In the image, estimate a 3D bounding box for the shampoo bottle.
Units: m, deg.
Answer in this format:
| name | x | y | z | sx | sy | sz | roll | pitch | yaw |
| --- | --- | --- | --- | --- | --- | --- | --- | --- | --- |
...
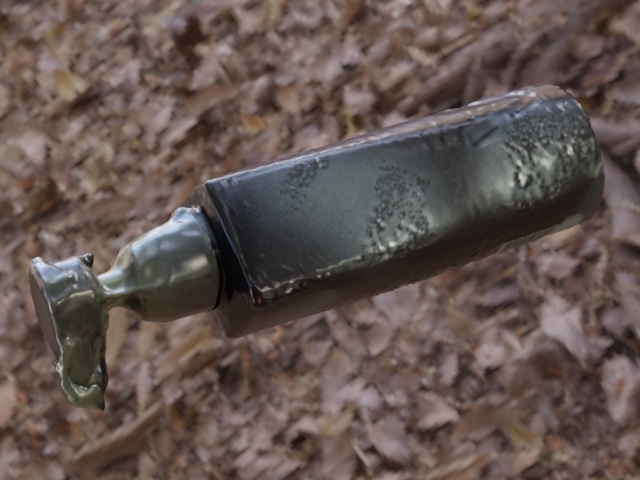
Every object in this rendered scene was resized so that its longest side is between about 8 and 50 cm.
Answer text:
| name | x | y | z | sx | sy | sz | roll | pitch | yaw |
| --- | --- | --- | --- | --- | --- | --- | --- | --- | --- |
| shampoo bottle | 0.000 | -0.001 | 0.540 | 0.207 | 0.057 | 0.064 | -18 | 72 | -20 |
